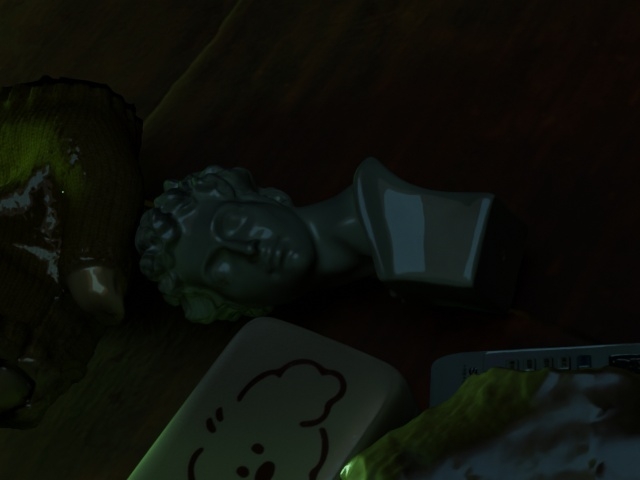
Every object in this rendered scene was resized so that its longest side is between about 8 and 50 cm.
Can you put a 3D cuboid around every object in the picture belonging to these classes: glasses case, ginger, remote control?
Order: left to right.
[{"bbox_3d":[-0.074,0.210,0.956,0.144,0.076,0.336,18,61,34],"label":"glasses case"},{"bbox_3d":[0.155,0.102,0.983,0.166,0.029,0.065,-5,51,13],"label":"remote control"},{"bbox_3d":[0.144,0.175,0.865,0.275,0.130,0.221,7,67,25],"label":"ginger"}]

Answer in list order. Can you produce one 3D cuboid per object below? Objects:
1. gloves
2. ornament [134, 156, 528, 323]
[{"bbox_3d":[-0.224,0.009,1.134,0.203,0.155,0.356,-4,35,11],"label":"gloves"},{"bbox_3d":[0.008,0.001,1.075,0.285,0.130,0.120,-1,68,12],"label":"ornament"}]
